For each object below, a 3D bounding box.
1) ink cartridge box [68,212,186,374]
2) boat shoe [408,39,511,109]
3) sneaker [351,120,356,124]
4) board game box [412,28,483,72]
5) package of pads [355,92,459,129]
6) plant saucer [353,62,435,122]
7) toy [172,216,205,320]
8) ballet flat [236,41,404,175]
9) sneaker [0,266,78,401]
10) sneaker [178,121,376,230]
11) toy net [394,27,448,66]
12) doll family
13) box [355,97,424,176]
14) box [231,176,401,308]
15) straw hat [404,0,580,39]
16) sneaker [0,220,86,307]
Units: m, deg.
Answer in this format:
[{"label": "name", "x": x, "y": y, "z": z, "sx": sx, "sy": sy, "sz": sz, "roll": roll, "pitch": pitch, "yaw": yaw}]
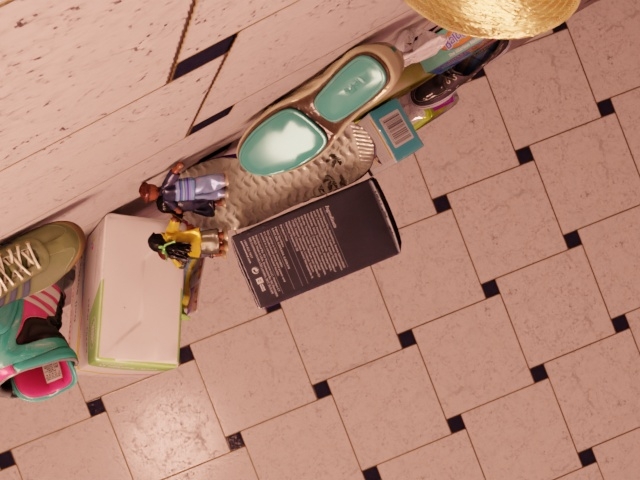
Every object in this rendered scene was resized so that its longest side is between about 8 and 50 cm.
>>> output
[{"label": "ink cartridge box", "x": -0.302, "y": 0.098, "z": 1.529, "sx": 0.119, "sy": 0.207, "sz": 0.353, "roll": 6, "pitch": 167, "yaw": -20}, {"label": "boat shoe", "x": 0.261, "y": -0.330, "z": 1.951, "sx": 0.228, "sy": 0.080, "sz": 0.076, "roll": -31, "pitch": 175, "yaw": 17}, {"label": "sneaker", "x": -0.024, "y": -0.134, "z": 1.593, "sx": 0.169, "sy": 0.108, "sz": 0.292, "roll": -33, "pitch": -177, "yaw": -4}, {"label": "board game box", "x": 0.230, "y": -0.315, "z": 1.571, "sx": 0.160, "sy": 0.047, "sz": 0.210, "roll": -29, "pitch": -178, "yaw": 14}, {"label": "package of pads", "x": 0.128, "y": -0.244, "z": 2.162, "sx": 0.296, "sy": 0.101, "sz": 0.229, "roll": -30, "pitch": -178, "yaw": 27}, {"label": "plant saucer", "x": 0.122, "y": -0.266, "z": 1.806, "sx": 0.241, "sy": 0.037, "sz": 0.241, "roll": -31, "pitch": -179, "yaw": 1}, {"label": "toy", "x": -0.210, "y": 0.003, "z": 1.560, "sx": 0.056, "sy": 0.237, "sz": 0.137, "roll": 12, "pitch": 161, "yaw": -23}, {"label": "ballet flat", "x": 0.002, "y": -0.158, "z": 1.217, "sx": 0.248, "sy": 0.086, "sz": 0.086, "roll": -30, "pitch": -179, "yaw": 34}, {"label": "sneaker", "x": -0.390, "y": 0.126, "z": 1.411, "sx": 0.123, "sy": 0.178, "sz": 0.295, "roll": -30, "pitch": -178, "yaw": 18}, {"label": "sneaker", "x": -0.057, "y": -0.087, "z": 1.433, "sx": 0.293, "sy": 0.102, "sz": 0.146, "roll": -15, "pitch": -176, "yaw": 10}, {"label": "toy net", "x": 0.056, "y": -0.211, "z": 1.290, "sx": 0.232, "sy": 0.045, "sz": 0.122, "roll": -32, "pitch": 170, "yaw": 39}, {"label": "doll family", "x": -0.175, "y": -0.029, "z": 1.315, "sx": 0.111, "sy": 0.193, "sz": 0.076, "roll": -3, "pitch": -147, "yaw": -9}, {"label": "box", "x": 0.114, "y": -0.184, "z": 1.861, "sx": 0.060, "sy": 0.101, "sz": 0.244, "roll": -31, "pitch": -178, "yaw": -8}, {"label": "box", "x": 0.000, "y": 0.000, "z": 1.400, "sx": 0.207, "sy": 0.108, "sz": 0.153, "roll": -22, "pitch": -178, "yaw": 8}, {"label": "straw hat", "x": 0.117, "y": -0.208, "z": 0.721, "sx": 0.144, "sy": 0.144, "sz": 0.061, "roll": -27, "pitch": -136, "yaw": 59}, {"label": "sneaker", "x": -0.338, "y": 0.042, "z": 1.070, "sx": 0.192, "sy": 0.064, "sz": 0.086, "roll": -27, "pitch": -173, "yaw": 0}]
